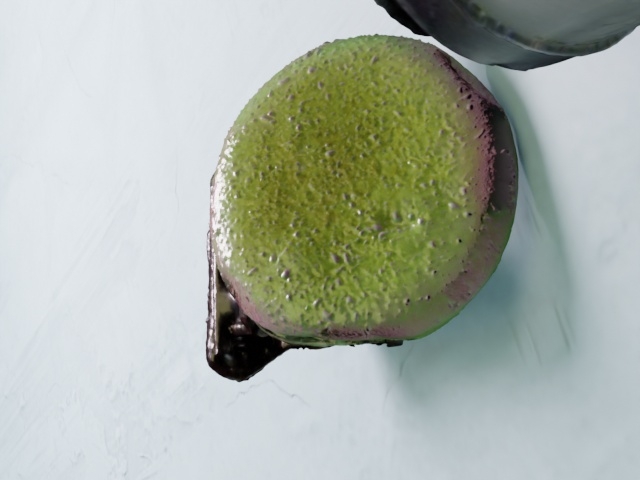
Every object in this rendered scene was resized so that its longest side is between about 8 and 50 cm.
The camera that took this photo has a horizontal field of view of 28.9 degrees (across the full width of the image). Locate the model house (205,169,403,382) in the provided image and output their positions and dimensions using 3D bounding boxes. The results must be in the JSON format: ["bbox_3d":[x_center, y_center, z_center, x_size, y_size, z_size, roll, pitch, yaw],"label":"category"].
[{"bbox_3d":[-0.009,-0.005,0.921,0.164,0.141,0.203,150,115,-69],"label":"model house"}]

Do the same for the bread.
[{"bbox_3d":[0.023,-0.034,0.837,0.228,0.033,0.228,-6,75,21],"label":"bread"}]

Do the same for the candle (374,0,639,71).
[{"bbox_3d":[0.160,-0.201,0.557,0.330,0.187,0.187,-18,78,59],"label":"candle"}]
